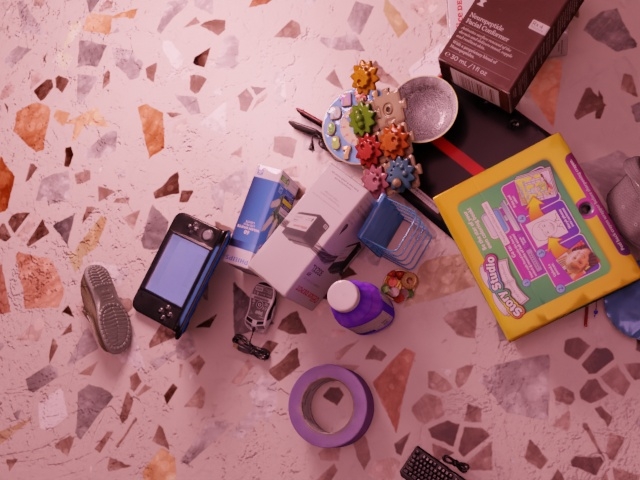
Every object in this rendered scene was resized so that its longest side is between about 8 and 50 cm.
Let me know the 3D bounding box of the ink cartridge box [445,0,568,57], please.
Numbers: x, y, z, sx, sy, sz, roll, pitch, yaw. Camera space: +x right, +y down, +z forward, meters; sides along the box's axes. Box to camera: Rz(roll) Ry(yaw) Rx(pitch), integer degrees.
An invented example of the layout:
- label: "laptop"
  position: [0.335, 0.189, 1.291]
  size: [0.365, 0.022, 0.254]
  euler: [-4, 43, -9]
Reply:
- label: "ink cartridge box"
  position: [0.457, -0.551, 1.815]
  size: [0.278, 0.117, 0.201]
  euler: [-4, 76, 15]

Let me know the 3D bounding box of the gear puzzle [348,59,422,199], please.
- label: "gear puzzle"
  position: [0.136, -0.272, 1.759]
  size: [0.176, 0.044, 0.338]
  euler: [-14, 87, 43]

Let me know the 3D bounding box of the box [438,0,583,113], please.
- label: "box"
  position: [0.453, -0.506, 1.671]
  size: [0.191, 0.143, 0.381]
  euler: [32, 89, 19]

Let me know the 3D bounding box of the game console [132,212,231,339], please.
- label: "game console"
  position: [-0.357, 0.079, 1.861]
  size: [0.250, 0.173, 0.293]
  euler: [24, 84, 21]

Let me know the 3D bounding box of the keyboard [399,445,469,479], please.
- label: "keyboard"
  position: [0.275, 0.524, 1.621]
  size: [0.180, 0.023, 0.108]
  euler: [31, 73, 26]

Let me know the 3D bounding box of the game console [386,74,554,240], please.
- label: "game console"
  position: [0.352, -0.202, 1.794]
  size: [0.386, 0.060, 0.342]
  euler: [43, 96, 23]

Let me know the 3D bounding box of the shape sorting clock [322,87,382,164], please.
- label: "shape sorting clock"
  position: [0.102, -0.291, 1.851]
  size: [0.206, 0.040, 0.206]
  euler: [-4, 77, 18]

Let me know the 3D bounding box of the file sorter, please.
- label: "file sorter"
  position: [0.180, -0.014, 1.721]
  size: [0.105, 0.170, 0.118]
  euler: [28, 85, 27]

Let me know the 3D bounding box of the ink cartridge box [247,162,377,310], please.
- label: "ink cartridge box"
  position: [0.000, 0.000, 1.749]
  size: [0.129, 0.223, 0.307]
  euler: [39, 89, 21]

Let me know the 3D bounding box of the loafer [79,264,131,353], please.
- label: "loafer"
  position: [-0.577, 0.190, 1.958]
  size: [0.087, 0.094, 0.251]
  euler: [-38, 65, 41]

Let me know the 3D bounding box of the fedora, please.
- label: "fedora"
  position: [0.716, -0.047, 1.572]
  size: [0.124, 0.244, 0.275]
  euler: [-47, 67, 33]

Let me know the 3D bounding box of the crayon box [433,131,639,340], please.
- label: "crayon box"
  position: [0.474, -0.004, 1.631]
  size: [0.313, 0.106, 0.362]
  euler: [-28, 76, 12]

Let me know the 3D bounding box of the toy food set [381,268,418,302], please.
- label: "toy food set"
  position: [0.189, 0.108, 1.771]
  size: [0.083, 0.020, 0.082]
  euler: [22, 83, 20]

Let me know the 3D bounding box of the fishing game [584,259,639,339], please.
- label: "fishing game"
  position: [0.713, 0.132, 1.598]
  size: [0.264, 0.041, 0.189]
  euler: [2, 68, 23]

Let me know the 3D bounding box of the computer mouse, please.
- label: "computer mouse"
  position: [-0.151, 0.194, 1.842]
  size: [0.106, 0.042, 0.192]
  euler: [16, 86, 25]

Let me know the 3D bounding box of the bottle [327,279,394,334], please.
- label: "bottle"
  position: [0.086, 0.148, 1.651]
  size: [0.118, 0.283, 0.092]
  euler: [-25, 70, 11]

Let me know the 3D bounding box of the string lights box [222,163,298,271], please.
- label: "string lights box"
  position: [-0.148, -0.046, 1.854]
  size: [0.077, 0.133, 0.259]
  euler: [16, 81, 20]

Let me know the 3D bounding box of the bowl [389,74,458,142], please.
- label: "bowl"
  position: [0.254, -0.306, 1.776]
  size: [0.170, 0.080, 0.170]
  euler: [-4, 78, 19]

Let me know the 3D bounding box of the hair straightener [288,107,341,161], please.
- label: "hair straightener"
  position: [0.009, -0.259, 1.919]
  size: [0.230, 0.047, 0.089]
  euler: [32, 87, 17]

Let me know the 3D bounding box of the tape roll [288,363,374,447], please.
- label: "tape roll"
  position: [0.026, 0.386, 1.715]
  size: [0.189, 0.080, 0.188]
  euler: [-4, 75, 15]
